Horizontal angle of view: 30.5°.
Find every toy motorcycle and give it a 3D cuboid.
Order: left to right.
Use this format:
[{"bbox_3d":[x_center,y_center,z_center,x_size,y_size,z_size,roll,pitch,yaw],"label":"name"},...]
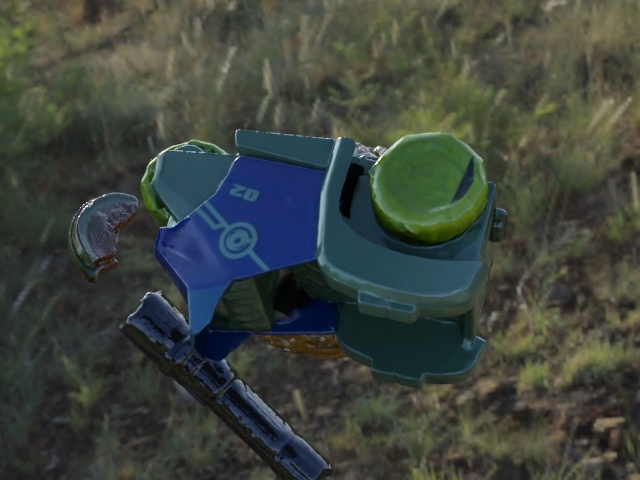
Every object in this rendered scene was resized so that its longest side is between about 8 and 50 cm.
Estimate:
[{"bbox_3d":[-0.014,0.019,1.002,0.326,0.191,0.200,9,63,13],"label":"toy motorcycle"}]

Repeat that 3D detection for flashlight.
[{"bbox_3d":[-0.150,0.254,1.920,0.103,0.424,0.103,-46,-5,-5],"label":"flashlight"}]

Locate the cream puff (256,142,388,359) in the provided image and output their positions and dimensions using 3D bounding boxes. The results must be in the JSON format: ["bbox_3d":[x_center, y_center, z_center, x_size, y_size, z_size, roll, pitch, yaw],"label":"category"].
[{"bbox_3d":[0.000,0.000,1.624,0.327,0.231,0.343,-48,60,13],"label":"cream puff"}]

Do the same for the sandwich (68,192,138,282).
[{"bbox_3d":[-0.260,-0.010,1.377,0.067,0.029,0.135,25,45,-14],"label":"sandwich"}]
